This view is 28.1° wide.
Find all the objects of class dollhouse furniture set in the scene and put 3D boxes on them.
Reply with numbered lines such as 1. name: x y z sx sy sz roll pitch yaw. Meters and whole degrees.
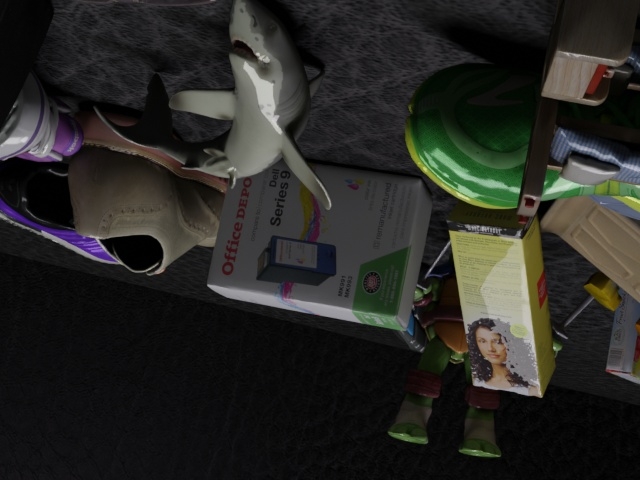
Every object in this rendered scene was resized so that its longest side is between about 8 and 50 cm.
1. dollhouse furniture set: 0.190 -0.076 0.728 0.129 0.129 0.184 11 171 6

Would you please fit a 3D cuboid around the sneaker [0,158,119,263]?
1. sneaker: -0.310 -0.035 1.746 0.293 0.102 0.146 18 169 -34

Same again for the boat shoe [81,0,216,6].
1. boat shoe: -0.075 -0.168 0.642 0.285 0.103 0.092 1 -174 32

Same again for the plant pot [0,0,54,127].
1. plant pot: -0.310 -0.134 0.915 0.187 0.167 0.188 13 172 -5

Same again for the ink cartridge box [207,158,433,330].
1. ink cartridge box: 0.000 0.000 1.381 0.212 0.154 0.093 10 171 15

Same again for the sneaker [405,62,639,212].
1. sneaker: 0.203 -0.074 0.876 0.295 0.109 0.123 8 162 -13

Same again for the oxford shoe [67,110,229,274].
1. oxford shoe: -0.197 -0.030 1.475 0.140 0.147 0.397 8 171 18

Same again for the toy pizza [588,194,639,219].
1. toy pizza: 0.322 -0.043 1.085 0.201 0.032 0.201 13 171 2

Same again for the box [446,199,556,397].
1. box: 0.198 0.061 1.379 0.087 0.058 0.232 6 128 28

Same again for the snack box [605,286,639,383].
1. snack box: 0.387 0.097 1.524 0.037 0.141 0.100 4 168 38

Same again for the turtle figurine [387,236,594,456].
1. turtle figurine: 0.181 0.115 1.525 0.197 0.266 0.274 20 165 -36

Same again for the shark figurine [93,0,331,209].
1. shark figurine: -0.054 -0.103 1.019 0.166 0.116 0.278 49 151 -13

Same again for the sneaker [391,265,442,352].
1. sneaker: 0.140 0.113 2.015 0.139 0.125 0.341 13 170 26

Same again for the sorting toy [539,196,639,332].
1. sorting toy: 0.331 0.032 1.324 0.229 0.041 0.307 36 173 7

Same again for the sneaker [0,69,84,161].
1. sneaker: -0.279 -0.121 1.214 0.161 0.102 0.282 14 -178 -35
